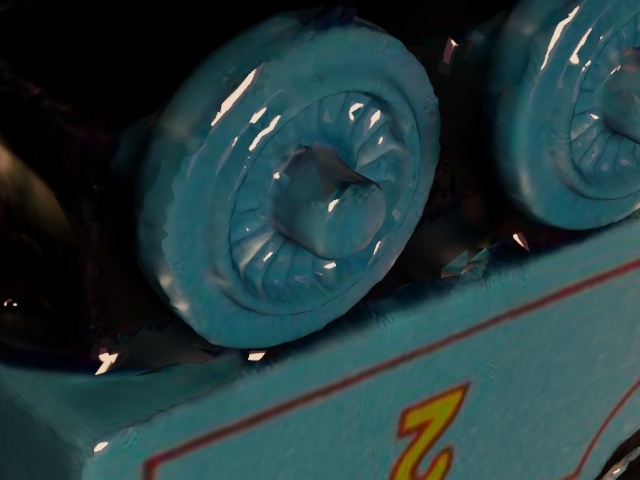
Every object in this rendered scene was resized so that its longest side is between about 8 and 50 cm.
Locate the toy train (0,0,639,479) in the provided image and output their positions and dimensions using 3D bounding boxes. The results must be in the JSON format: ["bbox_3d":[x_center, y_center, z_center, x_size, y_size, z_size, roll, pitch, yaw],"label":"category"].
[{"bbox_3d":[0.000,0.000,0.699,0.300,0.188,0.265,-20,128,-38],"label":"toy train"}]
